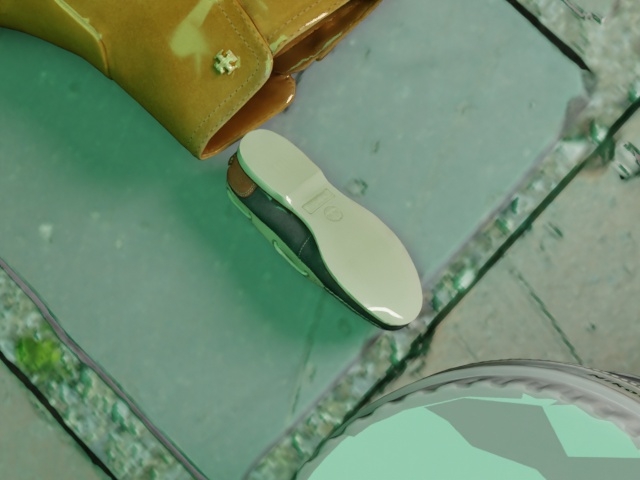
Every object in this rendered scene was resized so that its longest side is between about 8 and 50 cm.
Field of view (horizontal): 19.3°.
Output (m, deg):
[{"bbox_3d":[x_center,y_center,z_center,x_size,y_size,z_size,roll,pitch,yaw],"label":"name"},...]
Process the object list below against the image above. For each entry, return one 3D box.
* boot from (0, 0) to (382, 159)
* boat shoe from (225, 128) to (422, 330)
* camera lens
[{"bbox_3d":[-0.126,-0.125,1.027,0.295,0.104,0.211,-34,75,7],"label":"boot"},{"bbox_3d":[0.000,0.000,1.006,0.137,0.049,0.043,46,141,14],"label":"boat shoe"},{"bbox_3d":[0.102,0.164,0.832,0.219,0.274,0.219,-2,84,18],"label":"camera lens"}]
